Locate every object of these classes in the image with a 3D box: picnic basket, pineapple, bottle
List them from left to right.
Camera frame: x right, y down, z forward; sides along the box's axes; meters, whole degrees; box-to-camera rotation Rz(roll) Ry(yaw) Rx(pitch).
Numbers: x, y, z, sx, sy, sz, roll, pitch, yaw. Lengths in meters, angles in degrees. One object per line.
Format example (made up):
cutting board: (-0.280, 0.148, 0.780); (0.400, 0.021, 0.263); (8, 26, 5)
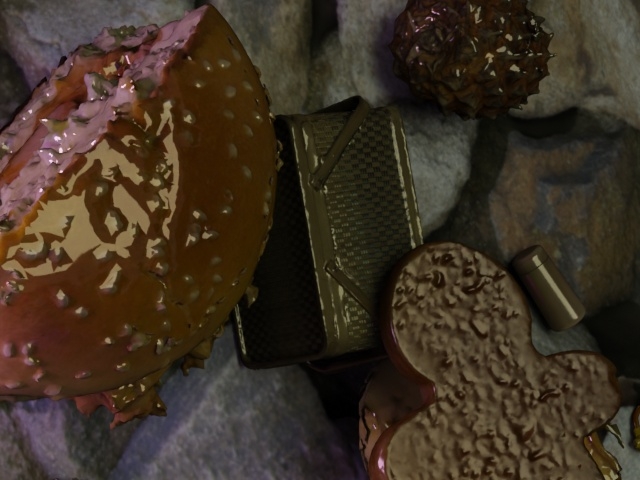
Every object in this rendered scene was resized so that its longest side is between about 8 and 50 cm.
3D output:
picnic basket: (0.000, 0.000, 1.920); (0.139, 0.165, 0.267); (-8, 86, -36)
pineapple: (0.175, -0.203, 2.085); (0.193, 0.166, 0.166); (8, 76, -51)
bottle: (0.255, 0.053, 2.158); (0.045, 0.045, 0.096); (-41, 102, -33)

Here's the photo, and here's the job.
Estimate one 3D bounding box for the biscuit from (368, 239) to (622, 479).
biscuit: (0.175, 0.206, 1.854); (0.283, 0.064, 0.432); (-21, 85, -26)

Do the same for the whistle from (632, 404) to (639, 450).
whistle: (0.407, 0.216, 2.233); (0.109, 0.046, 0.057); (0, 96, -29)

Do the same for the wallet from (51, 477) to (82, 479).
wallet: (-0.195, 0.329, 1.733); (0.231, 0.069, 0.170); (58, 41, -47)

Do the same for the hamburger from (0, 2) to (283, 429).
hamburger: (-0.179, 0.003, 1.746); (0.287, 0.268, 0.445); (48, 57, -22)

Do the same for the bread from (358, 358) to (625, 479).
bread: (0.207, 0.254, 1.946); (0.248, 0.279, 0.315); (-33, 120, -28)
